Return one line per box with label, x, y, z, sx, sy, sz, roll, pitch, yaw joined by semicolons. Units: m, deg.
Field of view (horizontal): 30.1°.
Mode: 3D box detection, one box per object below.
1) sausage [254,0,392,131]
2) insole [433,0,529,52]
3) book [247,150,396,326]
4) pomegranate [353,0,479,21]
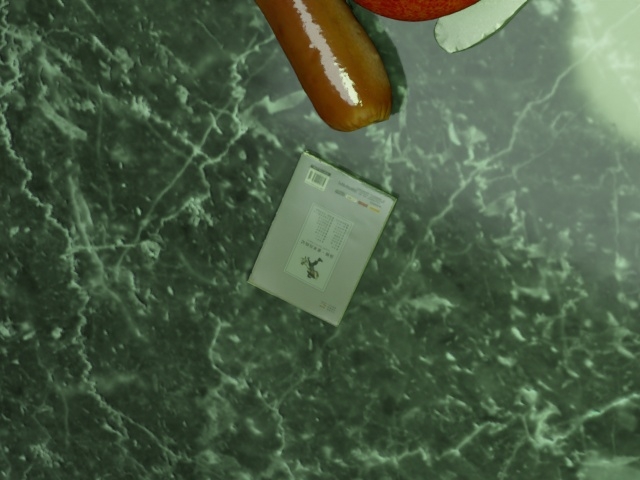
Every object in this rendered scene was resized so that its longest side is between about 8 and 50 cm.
sausage;-0.016;-0.254;1.315;0.089;0.083;0.300;-30;93;35
insole;0.202;-0.271;1.283;0.192;0.010;0.063;-34;93;21
book;0.000;0.000;1.411;0.127;0.014;0.181;27;109;9
pomegranate;0.104;-0.348;1.192;0.221;0.221;0.256;19;101;12
